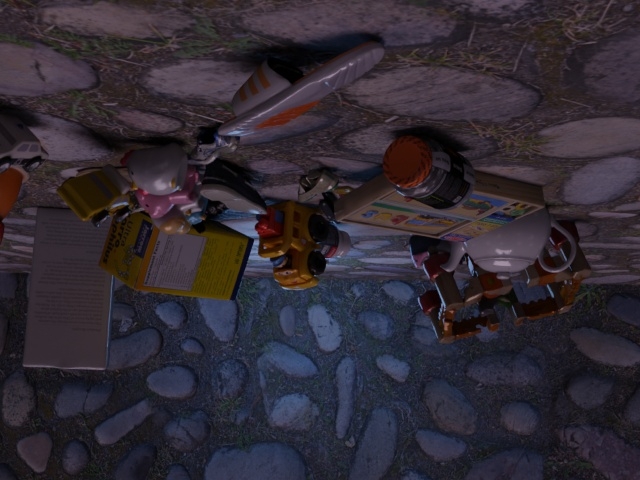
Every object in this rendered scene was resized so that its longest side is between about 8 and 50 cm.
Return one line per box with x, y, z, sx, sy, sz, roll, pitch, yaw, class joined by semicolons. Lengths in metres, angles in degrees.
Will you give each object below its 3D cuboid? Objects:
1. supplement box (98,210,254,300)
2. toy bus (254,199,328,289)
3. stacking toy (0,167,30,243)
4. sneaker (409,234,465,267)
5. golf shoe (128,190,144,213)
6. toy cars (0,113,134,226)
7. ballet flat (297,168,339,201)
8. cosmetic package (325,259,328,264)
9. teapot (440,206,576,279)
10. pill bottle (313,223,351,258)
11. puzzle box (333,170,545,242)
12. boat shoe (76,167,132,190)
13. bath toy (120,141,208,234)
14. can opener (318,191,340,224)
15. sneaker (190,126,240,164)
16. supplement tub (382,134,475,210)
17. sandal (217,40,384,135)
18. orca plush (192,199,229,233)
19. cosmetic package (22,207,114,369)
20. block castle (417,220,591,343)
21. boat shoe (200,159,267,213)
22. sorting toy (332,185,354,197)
-0.395;0.033;2.177;0.195;0.194;0.356;23;-173;42;supplement box
-0.096;0.002;2.051;0.149;0.220;0.211;-9;160;37;toy bus
-0.779;0.039;1.546;0.350;0.480;0.350;2;171;0;stacking toy
0.421;0.031;2.352;0.318;0.131;0.112;2;171;-4;sneaker
-0.432;-0.099;1.940;0.176;0.069;0.086;-2;176;29;golf shoe
-0.476;-0.139;1.432;0.087;0.176;0.393;-43;136;13;toy cars
-0.017;-0.128;1.747;0.052;0.057;0.168;36;154;-20;ballet flat
-0.060;0.028;2.495;0.085;0.118;0.231;5;170;-26;cosmetic package
0.479;0.007;2.016;0.252;0.187;0.256;5;170;-23;teapot
0.000;0.000;2.328;0.180;0.108;0.108;9;169;-40;pill bottle
0.268;-0.081;1.766;0.408;0.052;0.272;8;158;-34;puzzle box
-0.478;-0.129;1.762;0.170;0.059;0.063;-2;170;22;boat shoe
-0.326;-0.106;1.638;0.128;0.152;0.348;13;168;4;bath toy
0.024;-0.080;1.971;0.073;0.059;0.186;1;171;9;can opener
-0.206;-0.182;1.439;0.058;0.052;0.135;21;154;-36;sneaker
0.200;-0.127;1.451;0.116;0.117;0.190;-4;169;33;supplement tub
-0.034;-0.223;1.074;0.265;0.076;0.102;-26;174;25;sandal
-0.279;-0.065;1.989;0.287;0.102;0.151;-3;170;28;orca plush
-0.720;0.144;2.285;0.229;0.454;0.161;4;171;-11;cosmetic package
0.515;0.104;2.249;0.452;0.213;0.303;-14;148;-4;block castle
-0.188;-0.114;1.741;0.095;0.079;0.254;0;169;26;boat shoe
0.163;-0.096;1.881;0.274;0.046;0.132;2;171;5;sorting toy
